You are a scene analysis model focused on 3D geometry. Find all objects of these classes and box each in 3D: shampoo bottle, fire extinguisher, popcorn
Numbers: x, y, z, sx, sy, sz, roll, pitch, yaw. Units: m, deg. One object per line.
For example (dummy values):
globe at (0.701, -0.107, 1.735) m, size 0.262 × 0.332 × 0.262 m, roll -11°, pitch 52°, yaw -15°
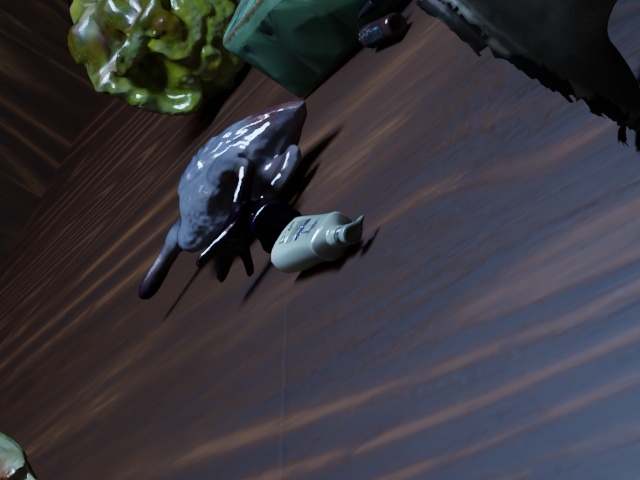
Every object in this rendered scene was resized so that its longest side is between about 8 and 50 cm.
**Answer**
shampoo bottle at (0.000, 0.000, 1.242) m, size 0.049 × 0.034 × 0.141 m, roll -53°, pitch 14°, yaw -16°
fire extinguisher at (0.051, -0.214, 1.504) m, size 0.032 × 0.046 × 0.100 m, roll -47°, pitch 14°, yaw -15°
popcorn at (-0.208, -0.301, 2.130) m, size 0.293 × 0.293 × 0.237 m, roll -54°, pitch -20°, yaw 10°

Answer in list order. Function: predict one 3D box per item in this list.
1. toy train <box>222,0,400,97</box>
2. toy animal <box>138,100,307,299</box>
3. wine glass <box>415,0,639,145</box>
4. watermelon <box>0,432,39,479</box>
toy train at (0.018, -0.285, 1.601) m, size 0.326 × 0.129 × 0.159 m, roll -39°, pitch 25°, yaw 51°
toy animal at (-0.099, -0.042, 1.527) m, size 0.195 × 0.090 × 0.324 m, roll -61°, pitch 17°, yaw -16°
wine glass at (0.208, -0.231, 0.787) m, size 0.357 × 0.190 × 0.190 m, roll -52°, pitch 15°, yaw 26°
watermelon at (-0.312, 0.323, 1.387) m, size 0.128 × 0.159 × 0.303 m, roll -3°, pitch 47°, yaw 35°
